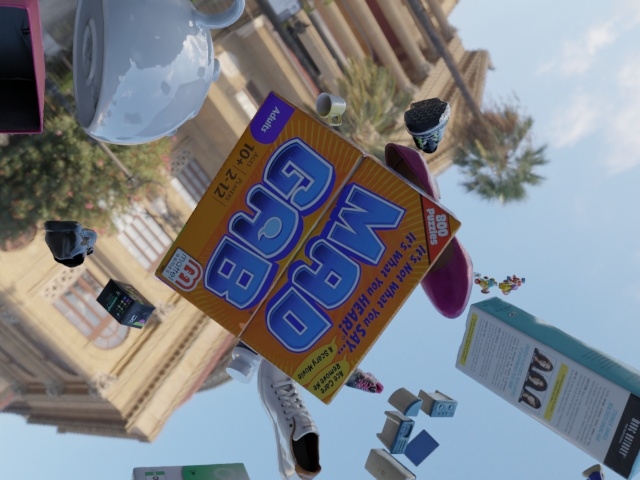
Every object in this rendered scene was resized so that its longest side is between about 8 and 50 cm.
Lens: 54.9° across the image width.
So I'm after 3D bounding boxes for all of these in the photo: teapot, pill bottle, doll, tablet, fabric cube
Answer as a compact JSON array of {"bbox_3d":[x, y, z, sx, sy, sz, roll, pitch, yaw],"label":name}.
[{"bbox_3d":[-0.225,-0.250,0.848,0.187,0.253,0.256,-1,-160,-31],"label":"teapot"},{"bbox_3d":[-0.193,0.319,1.815,0.108,0.108,0.194,-8,-140,46],"label":"pill bottle"},{"bbox_3d":[0.523,0.487,1.067,0.046,0.129,0.189,-29,-138,7],"label":"doll"},{"bbox_3d":[0.239,0.496,1.474,0.083,0.006,0.054,-34,-122,-24],"label":"tablet"},{"bbox_3d":[-0.686,-0.380,1.203,0.258,0.254,0.258,-4,-140,-20],"label":"fabric cube"}]

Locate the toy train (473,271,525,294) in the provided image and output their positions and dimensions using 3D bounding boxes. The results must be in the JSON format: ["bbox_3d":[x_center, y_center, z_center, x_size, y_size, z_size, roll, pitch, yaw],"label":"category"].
[{"bbox_3d":[0.558,0.139,1.929,0.166,0.046,0.125,5,-167,8],"label":"toy train"}]

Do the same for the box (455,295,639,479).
[{"bbox_3d":[0.284,0.166,0.746,0.060,0.101,0.244,-11,-150,-39],"label":"box"}]

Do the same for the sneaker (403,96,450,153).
[{"bbox_3d":[0.213,-0.213,1.178,0.084,0.097,0.235,-9,-163,17],"label":"sneaker"}]

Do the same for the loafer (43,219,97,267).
[{"bbox_3d":[-0.474,0.013,1.155,0.080,0.079,0.220,2,173,-8],"label":"loafer"}]

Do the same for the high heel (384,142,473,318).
[{"bbox_3d":[0.207,-0.024,1.289,0.127,0.181,0.378,-30,-126,26],"label":"high heel"}]

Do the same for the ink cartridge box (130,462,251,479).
[{"bbox_3d":[-0.172,0.409,0.887,0.224,0.180,0.056,-146,-115,-63],"label":"ink cartridge box"}]

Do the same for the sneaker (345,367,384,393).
[{"bbox_3d":[0.094,0.306,1.324,0.057,0.119,0.047,32,-83,44],"label":"sneaker"}]

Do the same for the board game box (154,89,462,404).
[{"bbox_3d":[0.000,0.000,1.119,0.357,0.356,0.356,-56,174,10],"label":"board game box"}]

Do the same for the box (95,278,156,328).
[{"bbox_3d":[-0.363,0.118,1.151,0.083,0.062,0.052,34,-90,28],"label":"box"}]

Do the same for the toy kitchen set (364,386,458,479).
[{"bbox_3d":[0.227,0.459,1.411,0.122,0.166,0.207,27,-79,52],"label":"toy kitchen set"}]

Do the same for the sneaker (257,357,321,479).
[{"bbox_3d":[-0.054,0.380,1.356,0.105,0.290,0.123,-5,159,-36],"label":"sneaker"}]

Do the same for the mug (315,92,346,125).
[{"bbox_3d":[0.030,-0.340,1.592,0.064,0.078,0.062,-7,-154,-41],"label":"mug"}]
